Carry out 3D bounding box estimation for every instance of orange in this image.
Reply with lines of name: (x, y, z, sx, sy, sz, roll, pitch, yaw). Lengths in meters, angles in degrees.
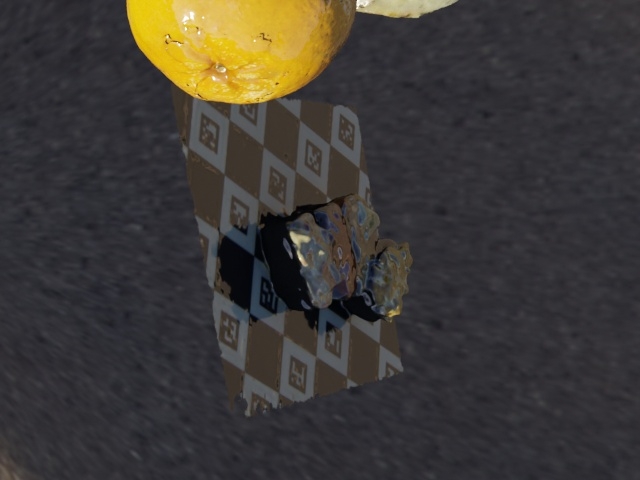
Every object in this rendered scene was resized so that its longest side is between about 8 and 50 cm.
orange: (-0.027, -0.086, 0.688, 0.083, 0.083, 0.070, 18, 51, -14)

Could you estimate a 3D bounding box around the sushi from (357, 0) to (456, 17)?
sushi: (0.093, -0.222, 1.199, 0.109, 0.134, 0.273, 25, 41, -11)

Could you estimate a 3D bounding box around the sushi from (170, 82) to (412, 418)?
sushi: (0.000, 0.000, 1.620, 0.050, 0.290, 0.264, -12, 86, 31)
